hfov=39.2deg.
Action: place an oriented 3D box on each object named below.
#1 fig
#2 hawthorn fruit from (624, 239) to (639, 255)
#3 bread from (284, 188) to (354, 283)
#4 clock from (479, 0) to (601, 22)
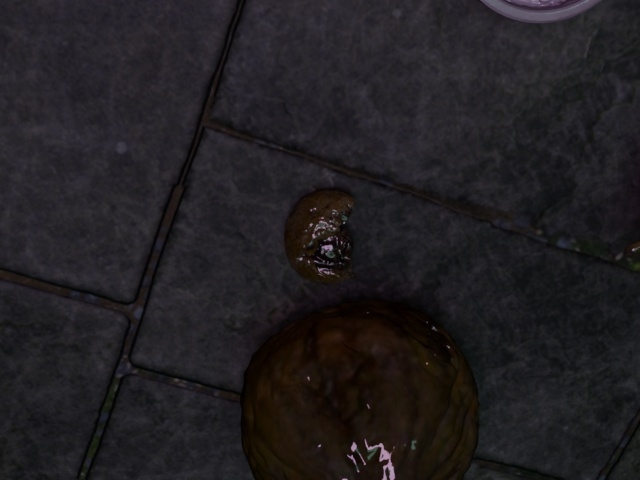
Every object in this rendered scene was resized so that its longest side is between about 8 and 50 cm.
[{"bbox_3d":[0.069,0.234,0.976,0.286,0.368,0.286,-6,112,-14],"label":"fig"},{"bbox_3d":[0.451,-0.029,0.985,0.250,0.215,0.215,-15,114,7],"label":"hawthorn fruit"},{"bbox_3d":[0.000,0.000,1.024,0.082,0.060,0.113,-6,116,-5],"label":"bread"},{"bbox_3d":[0.220,-0.321,0.898,0.197,0.068,0.196,-2,114,-4],"label":"clock"}]
